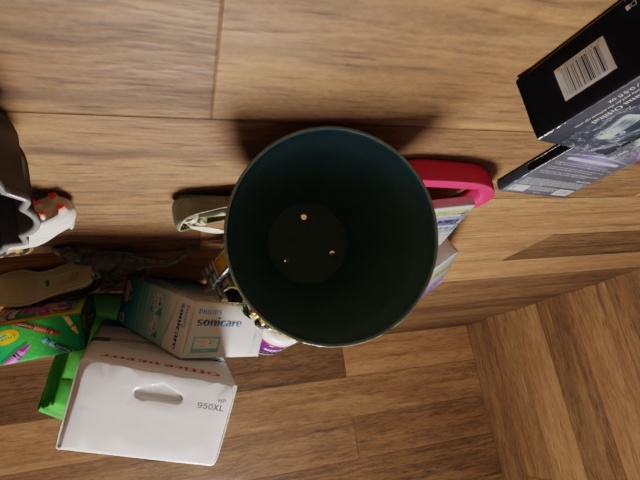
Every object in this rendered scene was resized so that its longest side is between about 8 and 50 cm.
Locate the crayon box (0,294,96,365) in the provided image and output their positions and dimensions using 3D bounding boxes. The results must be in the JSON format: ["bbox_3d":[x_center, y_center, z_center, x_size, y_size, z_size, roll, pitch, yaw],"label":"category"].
[{"bbox_3d":[-0.594,0.173,0.993,0.165,0.081,0.278,-8,-170,-21],"label":"crayon box"}]

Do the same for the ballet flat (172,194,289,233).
[{"bbox_3d":[-0.139,-0.047,0.768,0.213,0.068,0.072,-6,160,-7],"label":"ballet flat"}]

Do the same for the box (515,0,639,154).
[{"bbox_3d":[0.357,-0.186,0.542,0.158,0.093,0.156,1,159,-30],"label":"box"}]

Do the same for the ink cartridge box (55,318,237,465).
[{"bbox_3d":[-0.367,0.308,0.994,0.286,0.166,0.395,16,176,-19],"label":"ink cartridge box"}]

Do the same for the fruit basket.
[{"bbox_3d":[-0.558,0.361,1.312,0.392,0.392,0.283,9,154,-42],"label":"fruit basket"}]

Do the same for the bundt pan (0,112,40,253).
[{"bbox_3d":[-0.462,-0.081,0.442,0.331,0.124,0.331,-8,162,-3],"label":"bundt pan"}]

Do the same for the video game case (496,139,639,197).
[{"bbox_3d":[0.487,-0.150,0.811,0.196,0.026,0.274,2,158,-28],"label":"video game case"}]

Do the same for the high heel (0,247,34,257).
[{"bbox_3d":[-0.606,0.021,0.712,0.261,0.093,0.186,-22,153,11],"label":"high heel"}]

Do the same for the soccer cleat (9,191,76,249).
[{"bbox_3d":[-0.458,-0.009,0.663,0.196,0.068,0.076,-24,154,-31],"label":"soccer cleat"}]

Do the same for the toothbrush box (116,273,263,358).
[{"bbox_3d":[-0.305,0.176,1.084,0.296,0.126,0.216,10,177,40],"label":"toothbrush box"}]

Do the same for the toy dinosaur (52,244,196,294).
[{"bbox_3d":[-0.404,0.054,0.952,0.268,0.064,0.118,-1,146,-28],"label":"toy dinosaur"}]

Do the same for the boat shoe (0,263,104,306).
[{"bbox_3d":[-0.594,0.103,0.983,0.233,0.084,0.079,-10,161,-5],"label":"boat shoe"}]

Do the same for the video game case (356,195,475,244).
[{"bbox_3d":[0.160,-0.024,0.875,0.213,0.023,0.193,-6,158,-7],"label":"video game case"}]

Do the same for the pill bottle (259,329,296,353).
[{"bbox_3d":[-0.165,0.297,1.586,0.182,0.181,0.323,-2,160,-20],"label":"pill bottle"}]

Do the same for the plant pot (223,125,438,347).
[{"bbox_3d":[0.000,0.000,0.688,0.290,0.290,0.195,-4,177,-13],"label":"plant pot"}]

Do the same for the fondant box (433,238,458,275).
[{"bbox_3d":[0.217,0.107,1.192,0.238,0.096,0.330,-36,162,-4],"label":"fondant box"}]

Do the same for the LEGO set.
[{"bbox_3d":[-0.090,0.113,0.968,0.192,0.255,0.331,-45,154,24],"label":"LEGO set"}]

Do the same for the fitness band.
[{"bbox_3d":[0.181,-0.080,0.848,0.291,0.054,0.209,-1,157,-24],"label":"fitness band"}]
